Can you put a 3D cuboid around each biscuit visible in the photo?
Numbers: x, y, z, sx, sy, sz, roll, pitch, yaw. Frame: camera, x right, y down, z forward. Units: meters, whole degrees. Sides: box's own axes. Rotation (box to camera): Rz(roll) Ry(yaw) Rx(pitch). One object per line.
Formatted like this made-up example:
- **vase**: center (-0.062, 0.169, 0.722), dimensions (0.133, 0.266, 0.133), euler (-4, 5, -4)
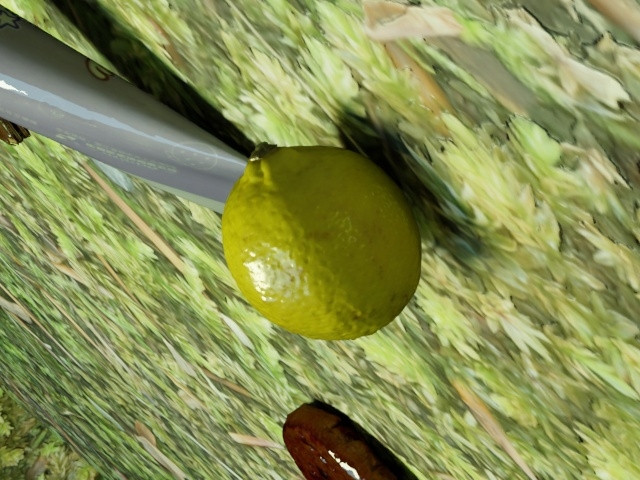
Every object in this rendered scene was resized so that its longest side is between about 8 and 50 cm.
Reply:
- **biscuit**: center (0.038, 0.220, 1.598), dimensions (0.192, 0.049, 0.192), euler (44, 160, 20)

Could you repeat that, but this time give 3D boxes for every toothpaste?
- **toothpaste**: center (-0.194, -0.105, 1.231), dimensions (0.371, 0.080, 0.125), euler (29, 162, 1)

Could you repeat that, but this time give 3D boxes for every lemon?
- **lemon**: center (0.000, 0.000, 1.026), dimensions (0.109, 0.109, 0.133), euler (17, 141, 59)

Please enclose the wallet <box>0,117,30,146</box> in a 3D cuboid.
- **wallet**: center (-0.331, -0.155, 1.617), dimensions (0.095, 0.026, 0.176), euler (24, 155, 46)
